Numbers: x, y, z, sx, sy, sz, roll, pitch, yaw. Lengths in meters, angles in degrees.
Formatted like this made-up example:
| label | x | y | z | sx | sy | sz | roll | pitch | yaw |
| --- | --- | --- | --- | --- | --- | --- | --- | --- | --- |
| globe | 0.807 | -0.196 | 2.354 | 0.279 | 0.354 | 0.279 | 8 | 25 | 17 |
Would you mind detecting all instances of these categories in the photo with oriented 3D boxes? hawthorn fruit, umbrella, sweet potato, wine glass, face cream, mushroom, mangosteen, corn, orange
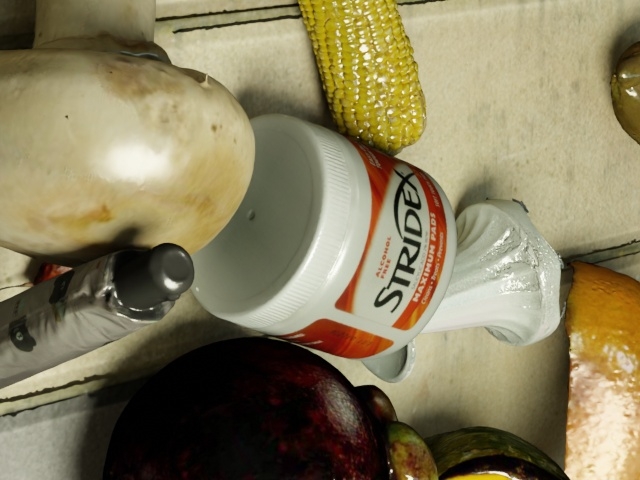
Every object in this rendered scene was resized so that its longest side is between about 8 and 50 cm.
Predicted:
| label | x | y | z | sx | sy | sz | roll | pitch | yaw |
| --- | --- | --- | --- | --- | --- | --- | --- | --- | --- |
| hawthorn fruit | -0.238 | 0.035 | 1.620 | 0.103 | 0.067 | 0.067 | -1 | 104 | -24 |
| umbrella | -0.212 | 0.064 | 1.479 | 0.073 | 0.337 | 0.067 | -11 | 81 | -43 |
| sweet potato | 0.448 | -0.118 | 2.117 | 0.422 | 0.130 | 0.130 | 39 | 77 | -49 |
| wine glass | 0.132 | 0.058 | 1.882 | 0.196 | 0.165 | 0.165 | -21 | 116 | -26 |
| face cream | 0.000 | 0.000 | 1.712 | 0.187 | 0.201 | 0.201 | 20 | 90 | -42 |
| mushroom | -0.185 | -0.123 | 1.492 | 0.292 | 0.292 | 0.290 | 19 | 73 | -42 |
| mangosteen | -0.049 | 0.222 | 1.680 | 0.313 | 0.297 | 0.297 | -37 | 124 | -30 |
| corn | 0.033 | -0.212 | 1.744 | 0.106 | 0.106 | 0.293 | -35 | 124 | -28 |
| orange | 0.311 | 0.185 | 2.012 | 0.274 | 0.274 | 0.310 | -19 | 75 | -35 |

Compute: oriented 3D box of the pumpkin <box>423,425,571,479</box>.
| label | x | y | z | sx | sy | sz | roll | pitch | yaw |
| --- | --- | --- | --- | --- | --- | --- | --- | --- | --- |
| pumpkin | 0.144 | 0.329 | 1.893 | 0.325 | 0.232 | 0.242 | -42 | 97 | 16 |
